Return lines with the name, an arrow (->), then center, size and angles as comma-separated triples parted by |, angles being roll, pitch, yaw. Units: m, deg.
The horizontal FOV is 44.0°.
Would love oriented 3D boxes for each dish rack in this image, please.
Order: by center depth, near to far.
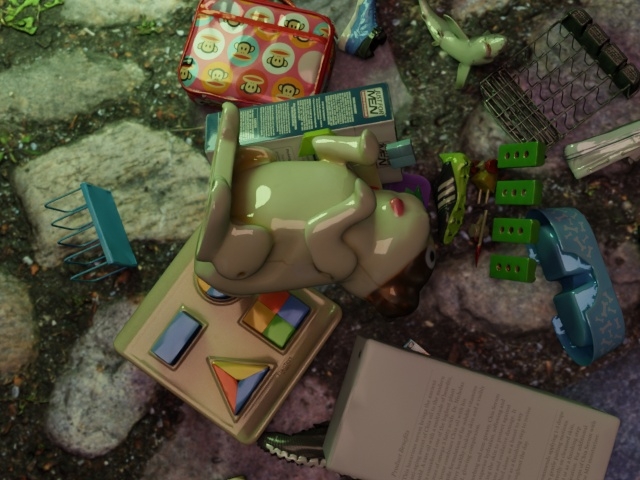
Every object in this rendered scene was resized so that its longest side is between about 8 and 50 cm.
dish rack -> 0.453, -0.299, 1.519 | 0.271, 0.074, 0.208 | -38, 79, 3

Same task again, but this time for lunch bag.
lunch bag -> -0.116, -0.374, 1.580 | 0.293, 0.120, 0.258 | 14, 81, 8

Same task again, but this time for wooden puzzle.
wooden puzzle -> -0.182, 0.166, 1.520 | 0.348, 0.080, 0.322 | 34, 81, 10

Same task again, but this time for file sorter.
file sorter -> -0.459, -0.010, 1.578 | 0.104, 0.118, 0.170 | -24, 81, 8

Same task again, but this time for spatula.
spatula -> 0.156, 0.012, 1.538 | 0.084, 0.030, 0.296 | 8, 85, 11

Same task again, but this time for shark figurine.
shark figurine -> 0.275, -0.419, 1.556 | 0.116, 0.166, 0.278 | -26, 61, -22

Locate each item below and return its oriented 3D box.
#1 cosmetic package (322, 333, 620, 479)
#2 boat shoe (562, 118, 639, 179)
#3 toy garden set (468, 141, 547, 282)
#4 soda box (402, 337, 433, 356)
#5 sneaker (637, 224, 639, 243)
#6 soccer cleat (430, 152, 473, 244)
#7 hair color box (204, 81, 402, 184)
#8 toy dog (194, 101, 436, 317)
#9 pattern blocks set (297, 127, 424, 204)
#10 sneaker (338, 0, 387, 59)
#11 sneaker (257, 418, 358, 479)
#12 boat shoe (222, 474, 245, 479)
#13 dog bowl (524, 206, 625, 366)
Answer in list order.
cosmetic package -> 0.253, 0.340, 1.385 | 0.453, 0.161, 0.230 | 18, 87, -2
boat shoe -> 0.576, -0.179, 1.492 | 0.226, 0.083, 0.075 | -19, 93, 16
toy garden set -> 0.343, -0.052, 1.460 | 0.049, 0.204, 0.244 | 4, 91, -24
soda box -> 0.134, 0.272, 1.498 | 0.063, 0.058, 0.183 | 41, 89, 9
sneaker -> 0.637, 0.028, 1.450 | 0.130, 0.109, 0.286 | 19, 77, 15
soccer cleat -> 0.246, -0.082, 1.531 | 0.072, 0.060, 0.178 | 11, 91, 36
hair color box -> -0.028, -0.176, 1.502 | 0.347, 0.174, 0.105 | -8, 54, 6
toy dog -> 0.000, 0.000, 1.349 | 0.408, 0.284, 0.395 | 10, 125, -9
pattern blocks set -> 0.028, -0.084, 1.475 | 0.325, 0.285, 0.026 | -4, 39, 8
sneaker -> 0.105, -0.435, 1.580 | 0.085, 0.058, 0.152 | 28, 92, 15
sneaker -> -0.002, 0.380, 1.498 | 0.234, 0.078, 0.106 | 13, 77, 10
boat shoe -> -0.206, 0.490, 1.521 | 0.135, 0.050, 0.045 | -18, 76, 5
dog bowl -> 0.460, 0.074, 1.433 | 0.074, 0.166, 0.297 | -17, 82, -6
